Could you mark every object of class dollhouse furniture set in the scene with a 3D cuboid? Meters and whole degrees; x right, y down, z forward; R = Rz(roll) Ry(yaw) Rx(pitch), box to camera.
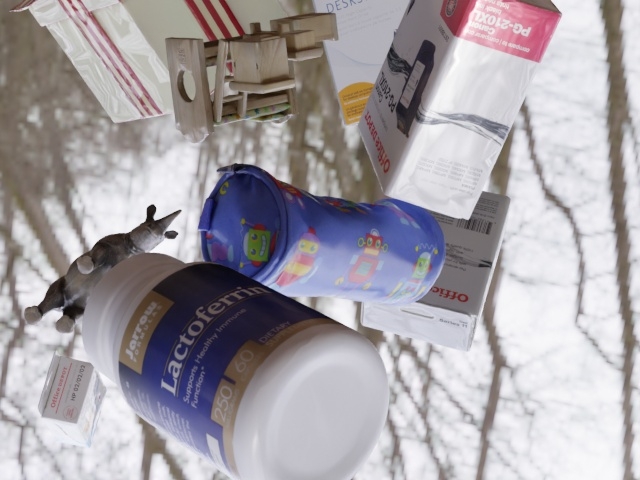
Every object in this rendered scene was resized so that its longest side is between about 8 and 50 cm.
[{"bbox_3d":[-0.027,-0.156,1.406,0.181,0.101,0.161,-16,-163,-35],"label":"dollhouse furniture set"}]

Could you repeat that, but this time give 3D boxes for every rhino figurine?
[{"bbox_3d":[-0.266,0.031,1.860,0.073,0.243,0.106,50,-161,-2],"label":"rhino figurine"}]

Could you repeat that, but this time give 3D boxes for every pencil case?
[{"bbox_3d":[0.000,0.000,1.487,0.133,0.119,0.306,25,-171,36],"label":"pencil case"}]

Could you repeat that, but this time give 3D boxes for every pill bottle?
[{"bbox_3d":[-0.081,0.106,1.232,0.153,0.153,0.264,-7,-160,-40],"label":"pill bottle"}]

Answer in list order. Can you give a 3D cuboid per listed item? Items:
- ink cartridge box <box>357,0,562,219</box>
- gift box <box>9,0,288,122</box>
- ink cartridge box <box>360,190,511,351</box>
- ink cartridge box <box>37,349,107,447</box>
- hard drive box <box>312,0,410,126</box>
[{"bbox_3d":[0.135,-0.168,1.491,0.100,0.237,0.172,15,-154,-17],"label":"ink cartridge box"},{"bbox_3d":[-0.252,-0.329,2.035,0.276,0.258,0.255,-6,-145,47],"label":"gift box"},{"bbox_3d":[0.150,0.027,1.899,0.153,0.087,0.208,14,-128,10],"label":"ink cartridge box"},{"bbox_3d":[-0.391,0.252,2.310,0.061,0.104,0.181,11,158,5],"label":"ink cartridge box"},{"bbox_3d":[0.097,-0.290,1.985,0.181,0.232,0.089,-15,180,31],"label":"hard drive box"}]
